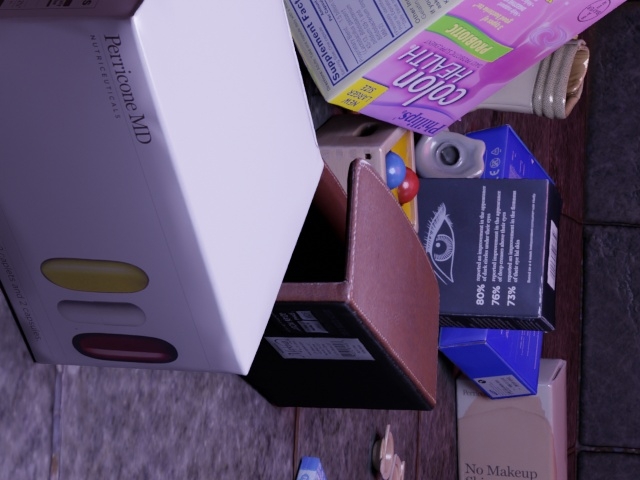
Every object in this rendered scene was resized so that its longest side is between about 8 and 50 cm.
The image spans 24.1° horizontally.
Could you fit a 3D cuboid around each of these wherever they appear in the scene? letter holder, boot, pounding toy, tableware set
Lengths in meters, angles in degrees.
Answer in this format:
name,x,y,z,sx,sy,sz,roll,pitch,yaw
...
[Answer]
name,x,y,z,sx,sy,sz,roll,pitch,yaw
letter holder,0.000,0.000,1.253,0.302,0.152,0.214,53,40,-63
boot,0.239,-0.241,1.896,0.262,0.203,0.095,-66,152,-48
pounding toy,0.051,-0.095,1.495,0.181,0.094,0.206,-48,137,-64
tableware set,0.075,0.299,1.726,0.168,0.020,0.141,60,36,-59

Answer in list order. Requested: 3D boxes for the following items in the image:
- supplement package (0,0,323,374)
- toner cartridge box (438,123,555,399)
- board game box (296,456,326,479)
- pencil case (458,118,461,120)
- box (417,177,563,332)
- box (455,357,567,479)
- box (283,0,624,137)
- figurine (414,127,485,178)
name,x,y,z,sx,sy,sz,roll,pitch,yaw
supplement package,-0.110,-0.081,0.902,0.204,0.145,0.262,-71,155,-45
toner cartridge box,0.249,0.029,2.086,0.165,0.075,0.348,46,45,-44
board game box,-0.010,0.272,1.452,0.090,0.020,0.090,73,26,-45
pencil case,0.123,-0.205,1.758,0.064,0.070,0.151,-107,-172,-58
box,0.151,0.015,1.636,0.108,0.207,0.153,34,60,-70
box,0.279,0.331,2.173,0.121,0.148,0.311,-36,124,-67
box,0.124,-0.221,1.373,0.213,0.243,0.117,11,50,-60
figurine,0.163,-0.021,1.898,0.209,0.092,0.215,60,34,-73
